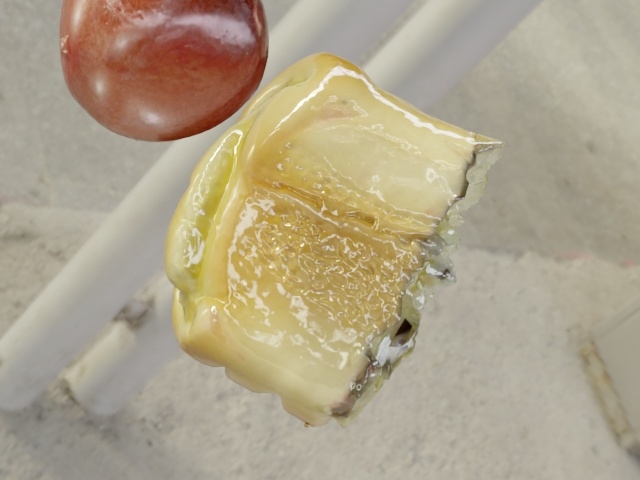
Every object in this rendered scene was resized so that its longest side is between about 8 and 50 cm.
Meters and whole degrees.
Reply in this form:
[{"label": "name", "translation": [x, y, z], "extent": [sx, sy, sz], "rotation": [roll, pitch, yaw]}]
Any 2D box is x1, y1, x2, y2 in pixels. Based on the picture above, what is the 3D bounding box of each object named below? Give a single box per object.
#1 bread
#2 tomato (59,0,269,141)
[{"label": "bread", "translation": [0.000, 0.000, 1.143], "extent": [0.270, 0.315, 0.211], "rotation": [25, -3, 15]}, {"label": "tomato", "translation": [-0.112, -0.162, 0.912], "extent": [0.167, 0.167, 0.167], "rotation": [30, 36, -24]}]
